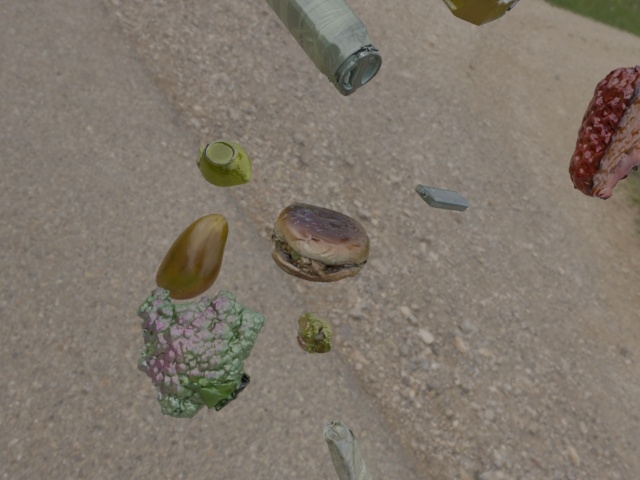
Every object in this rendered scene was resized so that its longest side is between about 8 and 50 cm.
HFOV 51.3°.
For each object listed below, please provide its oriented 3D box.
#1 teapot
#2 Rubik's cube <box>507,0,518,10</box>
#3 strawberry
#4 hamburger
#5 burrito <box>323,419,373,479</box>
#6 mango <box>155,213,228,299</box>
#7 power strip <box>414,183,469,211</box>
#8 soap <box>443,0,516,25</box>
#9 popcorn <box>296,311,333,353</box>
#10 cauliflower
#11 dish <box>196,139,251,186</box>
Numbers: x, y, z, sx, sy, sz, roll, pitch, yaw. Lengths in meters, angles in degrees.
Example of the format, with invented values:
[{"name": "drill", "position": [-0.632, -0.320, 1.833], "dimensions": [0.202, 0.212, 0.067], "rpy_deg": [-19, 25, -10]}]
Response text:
[{"name": "teapot", "position": [-0.002, -0.284, 0.904], "dimensions": [0.077, 0.107, 0.200], "rpy_deg": [-28, 70, -19]}, {"name": "Rubik's cube", "position": [0.535, -0.886, 2.033], "dimensions": [0.237, 0.238, 0.237], "rpy_deg": [31, -16, 37]}, {"name": "strawberry", "position": [0.634, -0.241, 1.441], "dimensions": [0.253, 0.280, 0.150], "rpy_deg": [-2, 30, -43]}, {"name": "hamburger", "position": [0.000, 0.000, 1.652], "dimensions": [0.243, 0.146, 0.286], "rpy_deg": [-1, 24, -28]}, {"name": "burrito", "position": [0.063, 0.475, 1.382], "dimensions": [0.082, 0.059, 0.275], "rpy_deg": [-58, 139, -47]}, {"name": "mango", "position": [-0.306, 0.045, 1.650], "dimensions": [0.138, 0.253, 0.113], "rpy_deg": [38, 11, 8]}, {"name": "power strip", "position": [0.300, -0.106, 1.657], "dimensions": [0.252, 0.027, 0.060], "rpy_deg": [2, 43, -54]}, {"name": "soap", "position": [0.275, -0.538, 1.319], "dimensions": [0.140, 0.073, 0.232], "rpy_deg": [-30, 82, -33]}, {"name": "popcorn", "position": [-0.013, 0.237, 1.717], "dimensions": [0.097, 0.089, 0.109], "rpy_deg": [-14, 93, -20]}, {"name": "cauliflower", "position": [-0.240, 0.209, 1.292], "dimensions": [0.239, 0.256, 0.315], "rpy_deg": [7, 4, -13]}, {"name": "dish", "position": [-0.291, -0.244, 1.968], "dimensions": [0.207, 0.080, 0.149], "rpy_deg": [32, 67, 21]}]
